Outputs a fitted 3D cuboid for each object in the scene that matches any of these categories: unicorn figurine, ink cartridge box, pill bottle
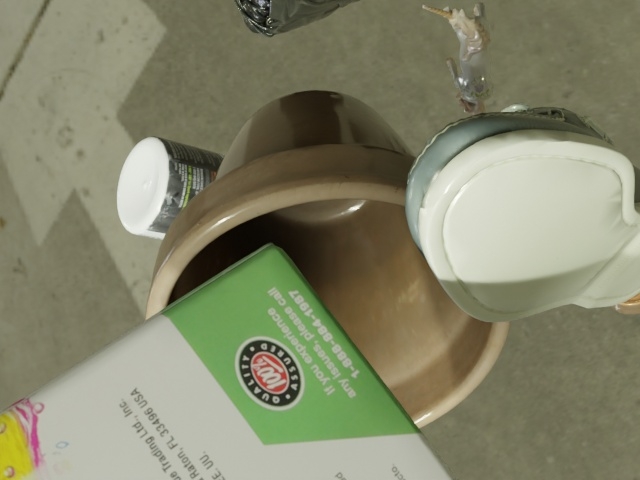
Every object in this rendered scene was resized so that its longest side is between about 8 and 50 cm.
[{"bbox_3d":[0.153,-0.198,0.996,0.060,0.111,0.162,-20,121,11],"label":"unicorn figurine"},{"bbox_3d":[-0.076,0.163,0.378,0.201,0.278,0.117,52,149,7],"label":"ink cartridge box"},{"bbox_3d":[-0.138,-0.051,1.309,0.130,0.245,0.131,-17,67,47],"label":"pill bottle"}]

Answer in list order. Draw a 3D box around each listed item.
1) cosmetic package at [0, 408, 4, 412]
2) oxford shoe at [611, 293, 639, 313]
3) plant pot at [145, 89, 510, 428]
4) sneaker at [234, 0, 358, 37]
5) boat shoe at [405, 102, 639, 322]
[{"bbox_3d":[-0.377,0.319,1.103,0.224,0.224,0.138,5,137,4],"label":"cosmetic package"},{"bbox_3d":[0.416,0.004,1.088,0.076,0.212,0.076,54,170,52],"label":"oxford shoe"},{"bbox_3d":[0.000,0.000,0.777,0.229,0.263,0.263,-97,29,-53],"label":"plant pot"},{"bbox_3d":[-0.032,-0.256,0.947,0.130,0.286,0.109,-34,83,11],"label":"sneaker"},{"bbox_3d":[0.128,-0.025,0.574,0.116,0.319,0.099,-52,59,20],"label":"boat shoe"}]
